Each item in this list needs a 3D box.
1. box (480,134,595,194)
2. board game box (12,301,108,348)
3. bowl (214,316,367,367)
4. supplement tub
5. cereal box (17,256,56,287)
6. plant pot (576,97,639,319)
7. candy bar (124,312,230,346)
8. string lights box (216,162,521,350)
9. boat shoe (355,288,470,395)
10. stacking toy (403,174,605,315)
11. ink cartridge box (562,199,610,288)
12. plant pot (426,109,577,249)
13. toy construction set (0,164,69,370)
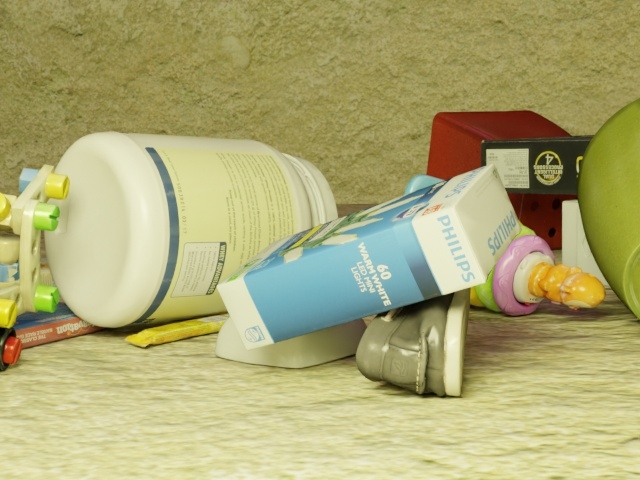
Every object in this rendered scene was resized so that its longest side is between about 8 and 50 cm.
[{"bbox_3d":[0.498,-0.119,1.606,0.318,0.097,0.395,-8,8,-43],"label":"box"},{"bbox_3d":[-0.395,0.110,1.253,0.145,0.027,0.281,1,7,36],"label":"board game box"},{"bbox_3d":[-0.031,0.098,1.140,0.142,0.053,0.142,1,6,41],"label":"bowl"},{"bbox_3d":[-0.159,-0.016,1.328,0.325,0.235,0.235,-2,4,-44],"label":"supplement tub"},{"bbox_3d":[-0.402,0.053,1.700,0.240,0.047,0.173,-4,6,-22],"label":"cereal box"},{"bbox_3d":[0.431,-0.009,1.210,0.275,0.275,0.293,0,23,18],"label":"plant pot"},{"bbox_3d":[-0.157,0.107,1.244,0.161,0.018,0.040,-7,11,-44],"label":"candy bar"},{"bbox_3d":[0.047,0.018,0.985,0.259,0.077,0.133,-19,11,30],"label":"string lights box"},{"bbox_3d":[0.103,0.072,1.058,0.095,0.112,0.335,4,10,9],"label":"boat shoe"},{"bbox_3d":[0.239,0.033,1.327,0.175,0.166,0.302,10,8,-41],"label":"stacking toy"},{"bbox_3d":[0.460,-0.001,1.554,0.127,0.128,0.176,4,9,44],"label":"ink cartridge box"},{"bbox_3d":[0.381,-0.101,2.028,0.267,0.267,0.236,-5,19,-31],"label":"plant pot"},{"bbox_3d":[-0.365,0.030,1.046,0.151,0.215,0.327,11,7,17],"label":"toy construction set"}]
